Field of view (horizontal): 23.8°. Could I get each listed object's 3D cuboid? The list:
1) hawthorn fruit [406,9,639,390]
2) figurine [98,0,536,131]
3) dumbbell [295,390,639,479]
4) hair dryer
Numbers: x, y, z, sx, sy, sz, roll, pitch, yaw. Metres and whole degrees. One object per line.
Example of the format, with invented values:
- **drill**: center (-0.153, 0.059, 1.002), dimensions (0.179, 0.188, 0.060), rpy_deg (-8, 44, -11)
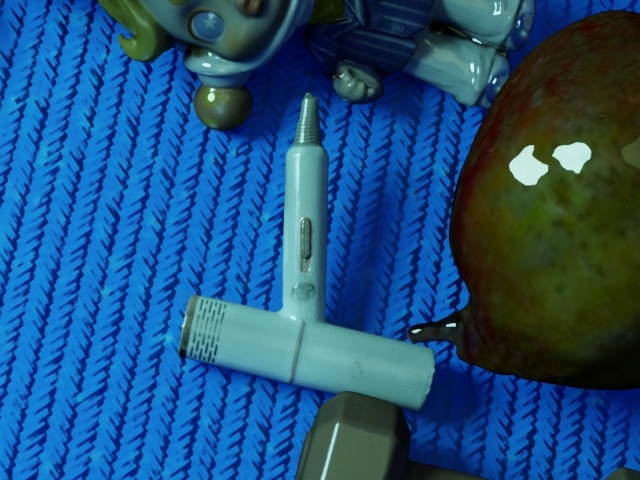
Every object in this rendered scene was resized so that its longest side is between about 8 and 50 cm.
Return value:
- **hawthorn fruit**: center (0.159, -0.007, 0.891), dimensions (0.248, 0.208, 0.208), rpy_deg (-41, 81, 3)
- **figurine**: center (-0.004, -0.170, 0.943), dimensions (0.274, 0.194, 0.133), rpy_deg (-4, 31, -1)
- **dumbbell**: center (0.099, 0.157, 0.885), dimensions (0.231, 0.092, 0.082), rpy_deg (16, 45, -1)
- **hair dryer**: center (0.008, 0.000, 0.922), dimensions (0.155, 0.044, 0.183), rpy_deg (14, 89, -3)
